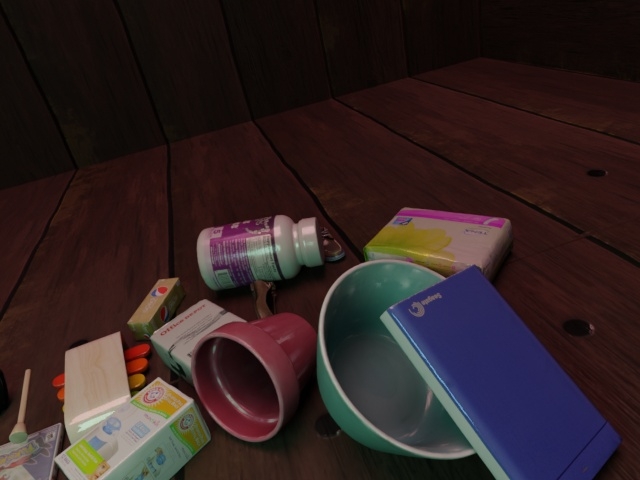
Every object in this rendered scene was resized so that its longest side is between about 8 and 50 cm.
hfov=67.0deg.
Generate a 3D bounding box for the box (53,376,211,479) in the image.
[{"bbox_3d":[-0.304,0.346,0.805,0.114,0.103,0.203,15,39,40],"label":"box"}]

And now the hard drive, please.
[{"bbox_3d":[0.256,0.195,0.688,0.210,0.040,0.318,-19,63,-36],"label":"hard drive"}]

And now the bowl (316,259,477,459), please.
[{"bbox_3d":[0.117,0.200,0.758,0.312,0.163,0.311,14,49,-16],"label":"bowl"}]

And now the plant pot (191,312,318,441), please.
[{"bbox_3d":[-0.097,0.223,0.871,0.201,0.201,0.180,6,19,31],"label":"plant pot"}]

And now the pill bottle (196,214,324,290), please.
[{"bbox_3d":[-0.147,0.026,1.244,0.302,0.169,0.169,-10,29,6],"label":"pill bottle"}]

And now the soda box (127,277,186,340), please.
[{"bbox_3d":[-0.407,0.169,1.211,0.061,0.058,0.181,-6,29,13],"label":"soda box"}]

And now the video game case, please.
[{"bbox_3d":[-0.566,0.430,0.848,0.201,0.023,0.183,-19,29,-11],"label":"video game case"}]

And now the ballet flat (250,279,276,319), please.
[{"bbox_3d":[-0.116,0.156,1.099,0.058,0.084,0.250,-18,23,-7],"label":"ballet flat"}]

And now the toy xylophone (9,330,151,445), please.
[{"bbox_3d":[-0.468,0.300,0.969,0.236,0.081,0.322,-15,28,-12],"label":"toy xylophone"}]

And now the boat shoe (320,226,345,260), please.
[{"bbox_3d":[0.000,0.000,1.334,0.066,0.066,0.183,-28,32,-24],"label":"boat shoe"}]

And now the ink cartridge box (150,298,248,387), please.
[{"bbox_3d":[-0.232,0.223,1.013,0.208,0.086,0.153,18,42,43],"label":"ink cartridge box"}]

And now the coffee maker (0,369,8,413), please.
[{"bbox_3d":[-0.766,0.320,1.028,0.178,0.120,0.171,-5,29,14],"label":"coffee maker"}]

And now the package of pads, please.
[{"bbox_3d":[0.277,0.021,1.149,0.297,0.101,0.229,9,35,35],"label":"package of pads"}]
